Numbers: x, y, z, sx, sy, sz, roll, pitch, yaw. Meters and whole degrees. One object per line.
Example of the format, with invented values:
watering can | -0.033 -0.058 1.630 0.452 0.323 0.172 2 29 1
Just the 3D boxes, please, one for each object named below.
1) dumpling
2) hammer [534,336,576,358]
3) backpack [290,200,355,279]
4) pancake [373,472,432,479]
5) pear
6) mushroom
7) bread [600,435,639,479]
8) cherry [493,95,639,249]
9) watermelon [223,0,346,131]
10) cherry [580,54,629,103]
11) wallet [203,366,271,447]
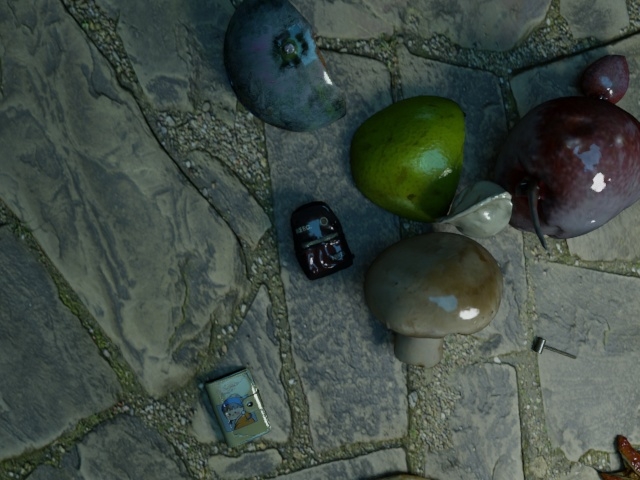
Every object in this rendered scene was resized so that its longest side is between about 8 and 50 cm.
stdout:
dumpling | 0.318 -0.061 1.472 0.155 0.181 0.111 -18 57 -7
hammer | 0.559 0.263 1.664 0.110 0.019 0.036 20 91 -14
backpack | -0.004 0.000 1.521 0.119 0.106 0.165 -25 100 -1
pancake | 0.188 0.720 1.613 0.381 0.071 0.383 -1 94 -9
pear | 0.185 -0.190 1.530 0.239 0.139 0.288 7 91 0
mushroom | 0.244 0.139 1.496 0.292 0.293 0.290 -10 119 -7
bread | 0.814 0.581 1.681 0.268 0.095 0.140 23 83 -5
cherry | 0.535 -0.144 1.497 0.326 0.334 0.291 -48 57 31
watermelon | -0.088 -0.354 1.452 0.188 0.175 0.322 -39 97 -5
cherry | 0.622 -0.325 1.601 0.107 0.090 0.226 30 98 -24
wallet | -0.182 0.369 1.553 0.110 0.039 0.155 -20 97 -5
